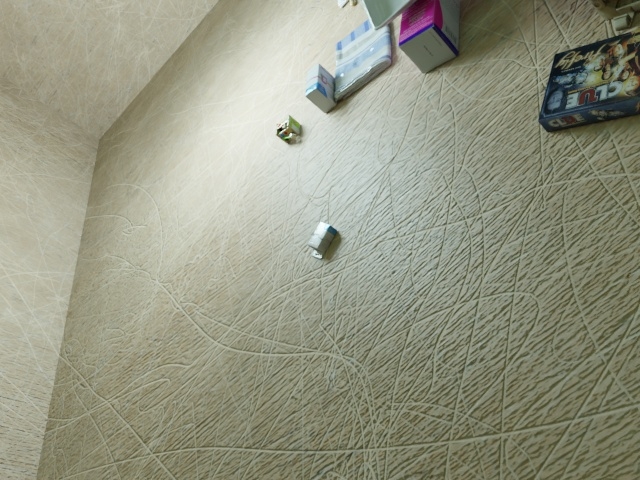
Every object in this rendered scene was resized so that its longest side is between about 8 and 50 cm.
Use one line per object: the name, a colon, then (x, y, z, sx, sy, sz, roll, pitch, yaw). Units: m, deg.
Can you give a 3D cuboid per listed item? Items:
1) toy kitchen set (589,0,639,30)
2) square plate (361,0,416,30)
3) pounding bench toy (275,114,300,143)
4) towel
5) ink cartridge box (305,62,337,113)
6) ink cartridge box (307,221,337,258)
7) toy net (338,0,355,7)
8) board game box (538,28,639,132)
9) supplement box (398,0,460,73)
toy kitchen set: (0.559, -0.449, 1.167, 0.083, 0.075, 0.068, 1, 63, 56)
square plate: (0.238, -0.748, 1.592, 0.347, 0.049, 0.344, -33, 53, 25)
pounding bench toy: (-0.104, -0.333, 1.913, 0.065, 0.052, 0.083, -30, 41, 33)
towel: (0.122, -0.561, 1.846, 0.209, 0.034, 0.285, -29, 41, 33)
ink cartridge box: (0.004, -0.458, 1.852, 0.052, 0.088, 0.123, -30, 41, 33)
ink cartridge box: (0.000, 0.000, 1.518, 0.048, 0.028, 0.083, 19, 78, 56)
toy net: (0.123, -0.847, 2.080, 0.122, 0.045, 0.232, -59, 34, -5)
board game box: (0.526, -0.292, 1.104, 0.243, 0.042, 0.165, -5, 58, 49)
supplement box: (0.281, -0.556, 1.574, 0.113, 0.111, 0.220, -20, 46, 40)
